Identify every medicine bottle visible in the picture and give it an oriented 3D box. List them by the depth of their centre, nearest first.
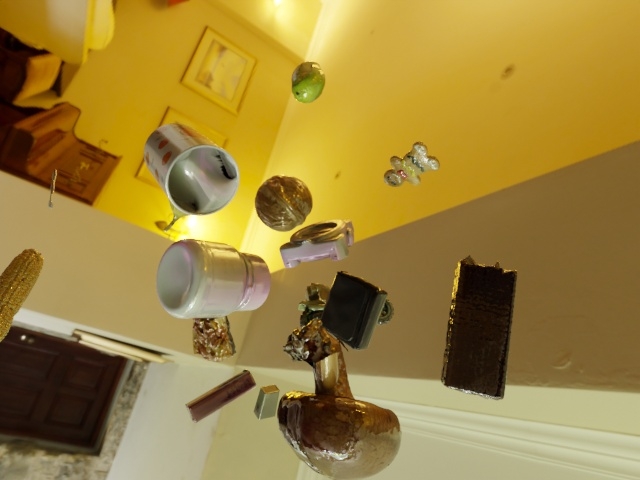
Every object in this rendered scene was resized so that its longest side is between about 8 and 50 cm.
[{"bbox_3d":[-0.332,0.126,1.316,0.241,0.302,0.241,-7,-101,37],"label":"medicine bottle"}]

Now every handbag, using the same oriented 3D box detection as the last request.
[{"bbox_3d":[0.116,0.254,1.509,0.223,0.080,0.246,24,-83,42],"label":"handbag"}]

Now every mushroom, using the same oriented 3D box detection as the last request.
[{"bbox_3d":[0.036,0.430,1.083,0.331,0.334,0.356,126,-25,-44],"label":"mushroom"}]

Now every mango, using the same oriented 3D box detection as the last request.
[{"bbox_3d":[-0.028,-0.406,1.050,0.091,0.074,0.165,-10,-139,20],"label":"mango"}]

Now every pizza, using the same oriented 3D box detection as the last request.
[{"bbox_3d":[-0.490,0.424,1.838,0.277,0.114,0.408,55,-41,19],"label":"pizza"}]

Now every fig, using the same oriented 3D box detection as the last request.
[{"bbox_3d":[-0.531,-0.141,1.574,0.257,0.159,0.159,-56,-153,3],"label":"fig"}]

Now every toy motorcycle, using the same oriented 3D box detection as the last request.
[{"bbox_3d":[0.100,0.274,1.750,0.168,0.410,0.237,102,-25,-46],"label":"toy motorcycle"}]

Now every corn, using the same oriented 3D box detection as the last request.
[{"bbox_3d":[-0.924,0.162,1.220,0.102,0.102,0.312,-37,-146,44],"label":"corn"}]

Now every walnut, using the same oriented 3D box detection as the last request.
[{"bbox_3d":[-0.138,-0.140,1.572,0.228,0.228,0.228,-43,-147,37],"label":"walnut"}]

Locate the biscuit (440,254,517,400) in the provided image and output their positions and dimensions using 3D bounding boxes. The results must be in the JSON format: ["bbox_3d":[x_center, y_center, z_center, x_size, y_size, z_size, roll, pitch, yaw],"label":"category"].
[{"bbox_3d":[0.294,0.157,0.765,0.070,0.106,0.252,51,48,-72],"label":"biscuit"}]

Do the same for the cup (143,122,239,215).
[{"bbox_3d":[-0.412,-0.232,1.265,0.317,0.212,0.212,38,-78,45],"label":"cup"}]

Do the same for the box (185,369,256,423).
[{"bbox_3d":[-0.335,0.522,1.385,0.069,0.224,0.120,62,-26,4],"label":"box"}]

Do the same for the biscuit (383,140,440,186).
[{"bbox_3d":[0.337,-0.274,1.588,0.240,0.158,0.035,-35,-159,47],"label":"biscuit"}]

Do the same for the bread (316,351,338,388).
[{"bbox_3d":[0.017,0.299,0.987,0.062,0.049,0.103,-142,-134,-58],"label":"bread"}]

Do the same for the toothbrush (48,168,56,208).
[{"bbox_3d":[-1.025,-0.201,1.577,0.019,0.013,0.193,100,-22,-58],"label":"toothbrush"}]

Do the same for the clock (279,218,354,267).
[{"bbox_3d":[0.000,0.000,1.370,0.228,0.090,0.248,-9,-163,21],"label":"clock"}]

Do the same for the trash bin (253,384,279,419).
[{"bbox_3d":[-0.164,0.495,1.269,0.043,0.061,0.092,31,-69,51],"label":"trash bin"}]
